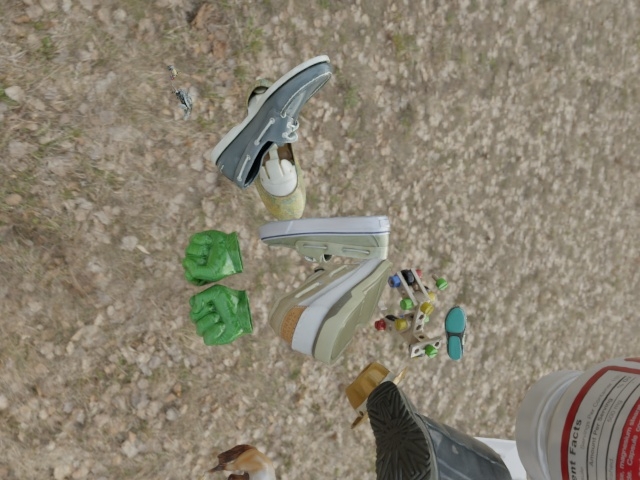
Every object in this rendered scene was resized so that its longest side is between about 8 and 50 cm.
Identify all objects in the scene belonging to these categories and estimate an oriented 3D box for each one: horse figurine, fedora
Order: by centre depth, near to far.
[{"bbox_3d":[-0.135,0.498,1.101,0.175,0.263,0.066,-31,133,-8],"label":"horse figurine"},{"bbox_3d":[0.109,0.326,1.226,0.194,0.079,0.194,-44,165,-15],"label":"fedora"}]

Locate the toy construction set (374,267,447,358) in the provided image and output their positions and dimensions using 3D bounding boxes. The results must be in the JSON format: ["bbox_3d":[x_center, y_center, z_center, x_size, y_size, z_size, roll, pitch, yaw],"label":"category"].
[{"bbox_3d":[0.268,0.236,1.728,0.309,0.237,0.257,19,113,-40],"label":"toy construction set"}]

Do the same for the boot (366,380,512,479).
[{"bbox_3d":[0.152,0.274,0.652,0.076,0.189,0.208,-38,114,18],"label":"boot"}]

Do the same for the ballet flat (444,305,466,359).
[{"bbox_3d":[0.416,0.275,1.712,0.070,0.070,0.188,-18,118,-38],"label":"ballet flat"}]

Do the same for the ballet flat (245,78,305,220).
[{"bbox_3d":[-0.113,-0.211,1.318,0.123,0.123,0.348,-12,93,-39],"label":"ballet flat"}]

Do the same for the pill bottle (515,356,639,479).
[{"bbox_3d":[0.396,0.241,0.575,0.229,0.408,0.228,2,83,-15],"label":"pill bottle"}]

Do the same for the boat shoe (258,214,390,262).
[{"bbox_3d":[0.000,0.000,1.169,0.109,0.302,0.094,-1,89,-61],"label":"boat shoe"}]

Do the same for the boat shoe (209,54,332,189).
[{"bbox_3d":[-0.081,-0.220,1.070,0.099,0.319,0.116,54,27,4],"label":"boat shoe"}]

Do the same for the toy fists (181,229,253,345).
[{"bbox_3d":[-0.249,0.107,1.310,0.142,0.096,0.279,-11,77,-3],"label":"toy fists"}]

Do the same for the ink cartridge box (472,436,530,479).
[{"bbox_3d":[0.333,0.548,1.013,0.207,0.119,0.353,10,72,-16],"label":"ink cartridge box"}]

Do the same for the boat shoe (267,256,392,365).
[{"bbox_3d":[0.027,0.078,0.824,0.302,0.103,0.113,-24,133,-67],"label":"boat shoe"}]

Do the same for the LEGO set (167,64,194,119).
[{"bbox_3d":[-0.203,-0.222,0.828,0.024,0.054,0.083,-17,100,6],"label":"LEGO set"}]
